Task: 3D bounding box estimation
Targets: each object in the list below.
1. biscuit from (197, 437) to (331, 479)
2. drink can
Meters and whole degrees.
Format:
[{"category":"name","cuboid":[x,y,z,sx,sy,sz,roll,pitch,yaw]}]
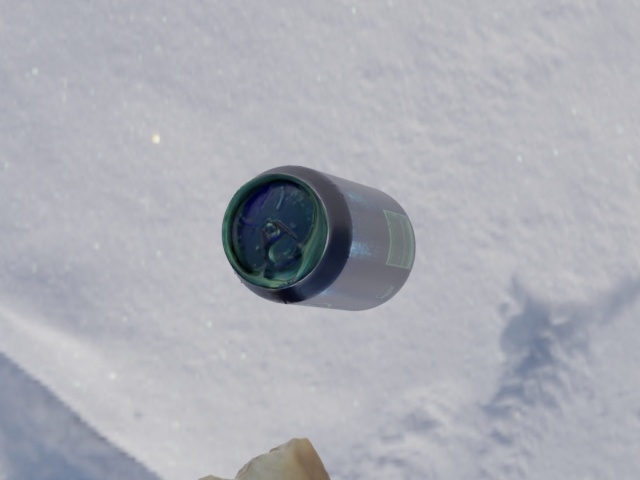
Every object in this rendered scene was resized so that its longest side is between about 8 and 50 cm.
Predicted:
[{"category":"biscuit","cuboid":[-0.072,0.295,1.314,0.040,0.205,0.309,-33,170,37]},{"category":"drink can","cuboid":[0.000,0.000,1.317,0.118,0.118,0.205,-28,164,17]}]
